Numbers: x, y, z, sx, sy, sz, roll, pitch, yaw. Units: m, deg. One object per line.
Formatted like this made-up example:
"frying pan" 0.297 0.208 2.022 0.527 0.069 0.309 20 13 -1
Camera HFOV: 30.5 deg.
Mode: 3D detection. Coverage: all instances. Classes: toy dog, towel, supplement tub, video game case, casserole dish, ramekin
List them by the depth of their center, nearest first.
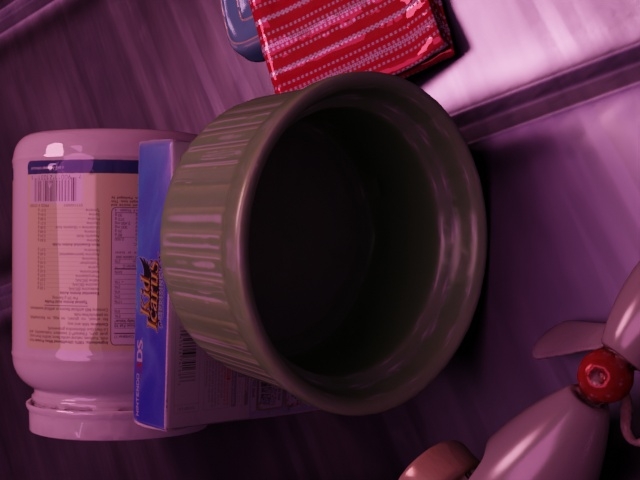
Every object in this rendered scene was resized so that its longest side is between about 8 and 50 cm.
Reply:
"toy dog" 0.227 0.171 1.004 0.334 0.161 0.220 -35 64 20
"ramekin" 0.000 0.000 1.082 0.148 0.303 0.303 3 92 48
"video game case" -0.069 0.041 1.168 0.061 0.244 0.269 4 92 47
"towel" 0.011 -0.278 1.207 0.199 0.031 0.274 -21 76 21
"casserole dish" -0.048 -0.270 1.291 0.188 0.037 0.114 -20 77 38
"supplement tub" -0.224 0.046 1.310 0.235 0.235 0.324 0 90 41
